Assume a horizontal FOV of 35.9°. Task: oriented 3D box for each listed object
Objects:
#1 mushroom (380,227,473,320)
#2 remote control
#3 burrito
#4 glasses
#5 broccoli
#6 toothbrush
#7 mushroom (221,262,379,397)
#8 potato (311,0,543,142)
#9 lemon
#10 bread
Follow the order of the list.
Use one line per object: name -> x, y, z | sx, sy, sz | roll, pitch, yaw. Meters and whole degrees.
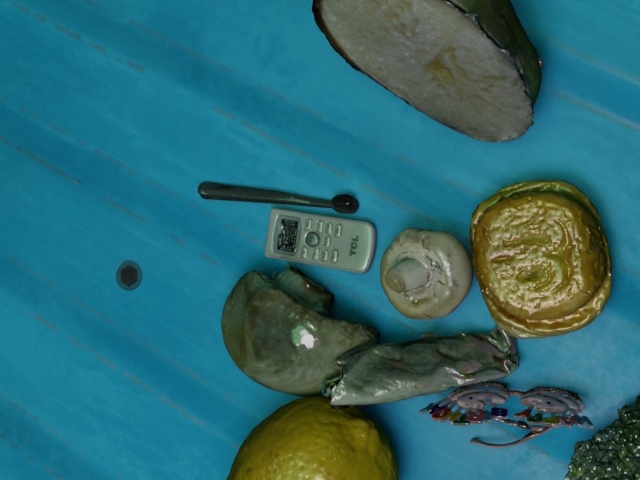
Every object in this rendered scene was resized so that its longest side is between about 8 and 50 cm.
mushroom -> 0.157, 0.049, 1.514 | 0.154, 0.122, 0.154 | 14, 109, 44
remote control -> 0.000, 0.000, 1.633 | 0.190, 0.029, 0.087 | 10, 93, 20
burrito -> 0.151, 0.192, 1.496 | 0.309, 0.066, 0.096 | -10, 55, -6
glasses -> 0.275, 0.268, 1.453 | 0.255, 0.162, 0.095 | -3, 91, 21
broccoli -> 0.489, 0.344, 1.376 | 0.288, 0.248, 0.245 | -11, 126, 21
toothbrush -> -0.078, -0.074, 1.665 | 0.297, 0.030, 0.030 | 6, 65, 22
mushroom -> -0.058, 0.155, 1.580 | 0.267, 0.164, 0.189 | 36, 100, 18
potato -> 0.200, -0.383, 1.468 | 0.397, 0.290, 0.296 | 29, 70, 0
lemon -> -0.018, 0.379, 1.517 | 0.310, 0.253, 0.253 | -46, 74, 18
bread -> 0.325, 0.025, 1.460 | 0.198, 0.120, 0.236 | -14, 84, 18
